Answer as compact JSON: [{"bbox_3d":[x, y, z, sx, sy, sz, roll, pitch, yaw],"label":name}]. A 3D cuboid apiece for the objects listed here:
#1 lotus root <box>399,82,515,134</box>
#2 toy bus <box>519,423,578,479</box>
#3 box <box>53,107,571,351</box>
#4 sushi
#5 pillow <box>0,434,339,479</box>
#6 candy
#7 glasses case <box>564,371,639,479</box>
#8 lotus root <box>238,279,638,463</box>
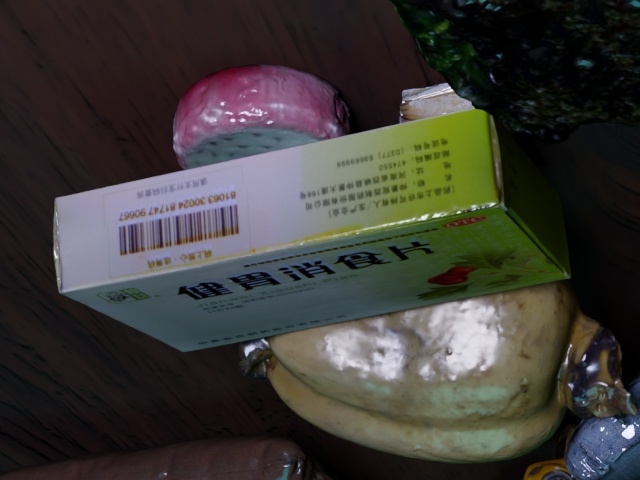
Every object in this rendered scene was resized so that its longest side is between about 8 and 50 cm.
[{"bbox_3d":[0.087,-0.071,1.043,0.083,0.037,0.030,-10,154,21],"label":"lotus root"},{"bbox_3d":[0.239,0.188,1.492,0.162,0.074,0.069,2,160,-4],"label":"toy bus"},{"bbox_3d":[0.000,0.000,1.075,0.260,0.062,0.175,-11,162,17],"label":"box"},{"bbox_3d":[0.100,-0.130,0.836,0.127,0.124,0.225,-10,150,22],"label":"sushi"},{"bbox_3d":[-0.095,0.248,1.593,0.305,0.108,0.308,-9,151,23],"label":"pillow"},{"bbox_3d":[-0.034,-0.062,1.065,0.103,0.043,0.103,-1,153,-1],"label":"candy"},{"bbox_3d":[0.239,0.140,1.326,0.109,0.067,0.282,-42,162,6],"label":"glasses case"},{"bbox_3d":[0.077,0.065,1.201,0.257,0.140,0.154,6,123,6],"label":"lotus root"}]
